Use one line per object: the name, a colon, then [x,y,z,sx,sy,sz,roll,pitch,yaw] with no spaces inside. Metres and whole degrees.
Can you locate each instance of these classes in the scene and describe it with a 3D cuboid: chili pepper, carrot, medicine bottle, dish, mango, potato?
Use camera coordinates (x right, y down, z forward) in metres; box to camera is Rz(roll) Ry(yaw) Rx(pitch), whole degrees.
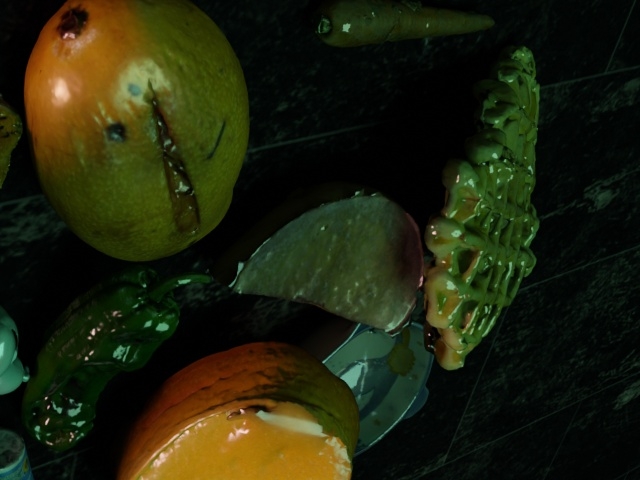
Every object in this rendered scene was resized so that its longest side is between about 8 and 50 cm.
chili pepper: [-0.192,0.099,1.074,0.100,0.074,0.257,22,137,-24]
carrot: [0.084,-0.202,1.143,0.254,0.049,0.049,-10,131,-46]
medicine bottle: [-0.292,0.251,1.180,0.051,0.051,0.191,-28,141,-27]
dish: [0.031,0.139,1.393,0.228,0.086,0.236,-43,143,-6]
mango: [-0.131,-0.074,0.961,0.177,0.120,0.295,-37,146,-16]
potato: [0.000,0.000,1.209,0.243,0.098,0.138,18,99,-44]

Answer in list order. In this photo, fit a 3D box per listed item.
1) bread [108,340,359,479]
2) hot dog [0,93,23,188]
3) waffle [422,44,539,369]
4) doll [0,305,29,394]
bread: [-0.087,0.217,1.234,0.270,0.142,0.195,-37,112,14]
hot dog: [-0.311,0.014,0.899,0.289,0.068,0.083,-55,149,8]
waffle: [0.178,-0.033,1.286,0.317,0.073,0.297,-54,152,-44]
doll: [-0.311,0.116,1.011,0.158,0.059,0.159,-51,145,6]
